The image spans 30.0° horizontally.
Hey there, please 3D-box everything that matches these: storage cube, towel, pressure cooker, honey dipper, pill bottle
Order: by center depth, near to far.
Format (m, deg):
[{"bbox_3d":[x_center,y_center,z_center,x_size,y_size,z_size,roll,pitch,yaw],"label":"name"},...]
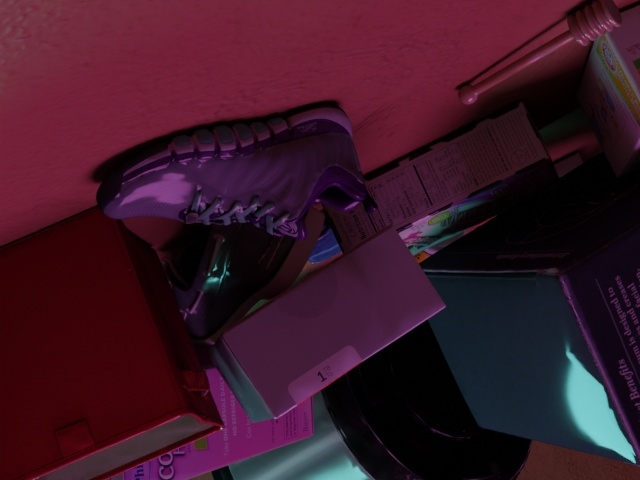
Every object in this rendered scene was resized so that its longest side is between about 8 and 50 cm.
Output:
[{"bbox_3d":[0.186,-0.162,1.042,0.160,0.031,0.030,-27,167,33],"label":"honey dipper"},{"bbox_3d":[-0.219,0.109,1.052,0.214,0.193,0.184,-22,166,0],"label":"storage cube"},{"bbox_3d":[0.000,0.000,1.339,0.067,0.029,0.119,-26,166,11],"label":"towel"},{"bbox_3d":[0.141,0.002,1.502,0.065,0.065,0.116,-21,166,-9],"label":"pill bottle"},{"bbox_3d":[0.043,0.266,1.694,0.369,0.376,0.420,-14,163,-43],"label":"pressure cooker"}]

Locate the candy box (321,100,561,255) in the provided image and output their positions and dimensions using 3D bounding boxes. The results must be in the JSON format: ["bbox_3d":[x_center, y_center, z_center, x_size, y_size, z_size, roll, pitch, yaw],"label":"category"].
[{"bbox_3d":[0.133,-0.051,1.276,0.233,0.071,0.159,-25,167,11],"label":"candy box"}]

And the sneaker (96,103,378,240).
[{"bbox_3d":[-0.061,-0.038,0.950,0.223,0.098,0.083,-18,165,-21],"label":"sneaker"}]

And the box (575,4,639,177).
[{"bbox_3d":[0.326,-0.151,1.141,0.114,0.103,0.203,-24,167,1],"label":"box"}]

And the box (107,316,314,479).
[{"bbox_3d":[-0.167,0.166,1.316,0.243,0.117,0.213,-13,-163,-37],"label":"box"}]

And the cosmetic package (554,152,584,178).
[{"bbox_3d":[0.328,-0.052,1.612,0.098,0.060,0.239,-27,166,14],"label":"cosmetic package"}]

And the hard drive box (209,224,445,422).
[{"bbox_3d":[-0.004,0.086,1.122,0.181,0.089,0.232,-32,176,-11],"label":"hard drive box"}]

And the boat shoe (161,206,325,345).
[{"bbox_3d":[-0.101,0.020,1.183,0.099,0.116,0.319,28,155,-14],"label":"boat shoe"}]

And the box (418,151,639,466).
[{"bbox_3d":[0.350,0.031,1.266,0.395,0.212,0.293,-29,-169,-21],"label":"box"}]
